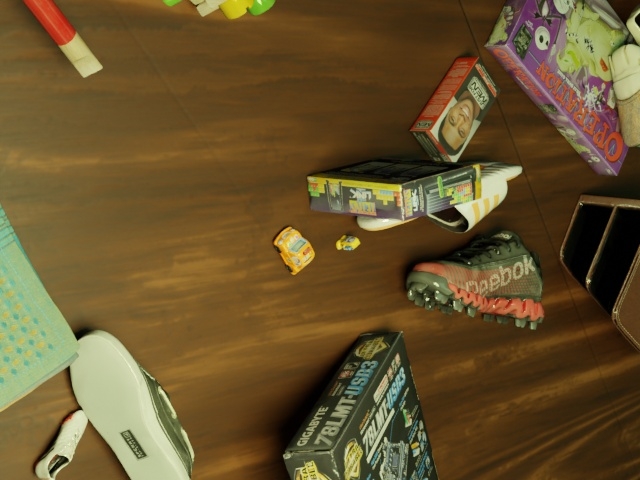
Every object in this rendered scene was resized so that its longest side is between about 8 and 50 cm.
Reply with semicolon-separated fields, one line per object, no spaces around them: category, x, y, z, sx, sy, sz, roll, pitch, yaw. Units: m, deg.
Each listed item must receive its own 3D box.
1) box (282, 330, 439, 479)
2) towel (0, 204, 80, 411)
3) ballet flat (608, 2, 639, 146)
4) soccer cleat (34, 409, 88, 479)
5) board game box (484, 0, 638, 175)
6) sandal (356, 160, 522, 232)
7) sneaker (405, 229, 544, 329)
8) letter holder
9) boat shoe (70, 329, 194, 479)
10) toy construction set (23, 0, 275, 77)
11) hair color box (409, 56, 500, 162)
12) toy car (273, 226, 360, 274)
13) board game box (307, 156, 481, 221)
box;0.069;0.309;1.345;0.295;0.073;0.293;-52;128;-60
towel;-0.418;0.086;0.955;0.370;0.040;0.271;-37;110;-39
ballet flat;0.512;-0.294;1.684;0.106;0.107;0.316;33;67;-18
soccer cleat;-0.271;0.219;1.142;0.029;0.035;0.083;50;64;-32
board game box;0.400;-0.279;1.668;0.347;0.056;0.208;38;74;-37
sandal;0.161;-0.043;1.457;0.265;0.102;0.076;-23;111;-28
sneaker;0.223;0.045;1.513;0.276;0.097;0.135;12;87;-43
letter holder;0.522;0.092;1.744;0.302;0.152;0.214;34;75;-38
boat shoe;-0.204;0.186;1.181;0.070;0.077;0.219;-66;138;-62
toy construction set;-0.141;-0.281;1.107;0.309;0.257;0.237;-40;134;-8
hair color box;0.188;-0.181;1.494;0.072;0.043;0.141;48;65;-34
toy car;0.000;0.000;1.351;0.122;0.040;0.060;-26;111;-36
board game box;0.091;-0.066;1.337;0.141;0.170;0.048;-18;107;-38
